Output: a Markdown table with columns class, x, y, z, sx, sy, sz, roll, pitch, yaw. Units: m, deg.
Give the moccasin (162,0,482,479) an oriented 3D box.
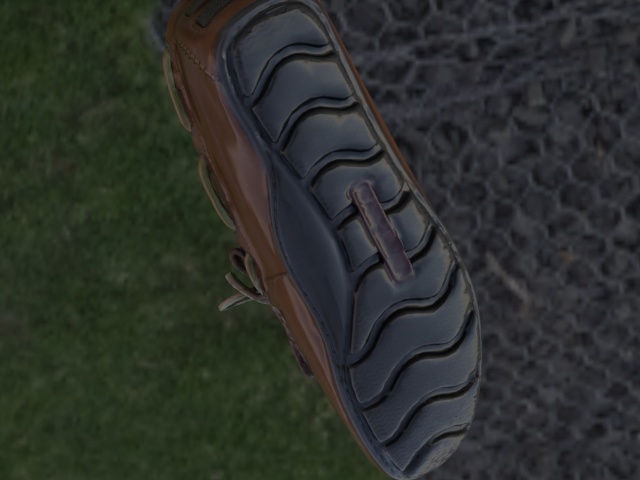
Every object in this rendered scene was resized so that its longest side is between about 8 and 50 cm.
| class | x | y | z | sx | sy | sz | roll | pitch | yaw |
| --- | --- | --- | --- | --- | --- | --- | --- | --- | --- |
| moccasin | -0.002 | 0.002 | 1.073 | 0.147 | 0.139 | 0.380 | 15 | 140 | 60 |
